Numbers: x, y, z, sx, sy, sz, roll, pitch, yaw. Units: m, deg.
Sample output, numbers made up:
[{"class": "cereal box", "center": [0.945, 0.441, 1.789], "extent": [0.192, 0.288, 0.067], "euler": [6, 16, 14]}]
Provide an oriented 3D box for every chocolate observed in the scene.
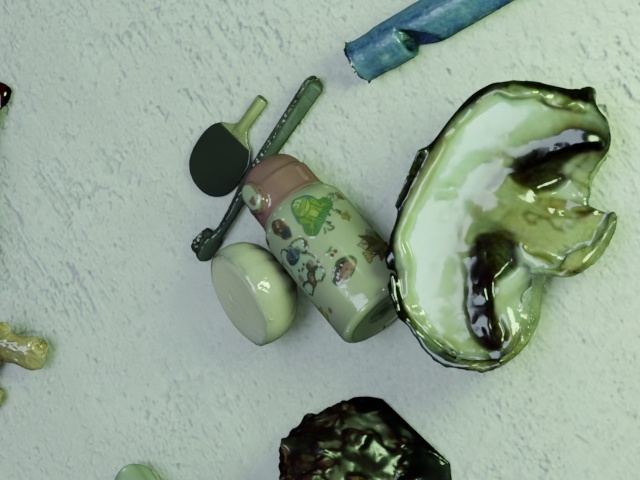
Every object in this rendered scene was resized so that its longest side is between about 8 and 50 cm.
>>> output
[{"class": "chocolate", "center": [0.012, 0.309, 1.798], "extent": [0.224, 0.177, 0.206], "euler": [43, 111, 24]}]

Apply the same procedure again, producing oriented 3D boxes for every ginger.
[{"class": "ginger", "center": [-0.498, 0.185, 2.167], "extent": [0.259, 0.065, 0.149], "euler": [-1, 103, 25]}]

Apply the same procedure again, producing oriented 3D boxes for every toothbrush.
[{"class": "toothbrush", "center": [-0.084, -0.093, 1.934], "extent": [0.030, 0.030, 0.297], "euler": [48, 114, 32]}]

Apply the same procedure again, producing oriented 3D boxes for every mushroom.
[{"class": "mushroom", "center": [0.214, -0.022, 1.712], "extent": [0.247, 0.130, 0.344], "euler": [15, 100, 13]}]

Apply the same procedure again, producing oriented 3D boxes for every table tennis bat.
[{"class": "table tennis bat", "center": [-0.119, -0.127, 1.963], "extent": [0.087, 0.013, 0.156], "euler": [48, 113, 22]}]

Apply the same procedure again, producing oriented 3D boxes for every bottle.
[{"class": "bottle", "center": [0.000, 0.000, 1.833], "extent": [0.253, 0.120, 0.120], "euler": [49, 113, 21]}]

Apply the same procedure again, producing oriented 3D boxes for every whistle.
[{"class": "whistle", "center": [0.166, -0.282, 1.766], "extent": [0.304, 0.062, 0.062], "euler": [-27, 77, 28]}]

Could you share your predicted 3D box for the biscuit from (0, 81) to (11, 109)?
[{"class": "biscuit", "center": [-0.564, -0.152, 2.133], "extent": [0.151, 0.235, 0.063], "euler": [11, 134, 32]}]

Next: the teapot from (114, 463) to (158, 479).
[{"class": "teapot", "center": [-0.153, 0.396, 1.910], "extent": [0.220, 0.149, 0.318], "euler": [-43, 71, 32]}]

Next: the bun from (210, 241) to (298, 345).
[{"class": "bun", "center": [-0.071, 0.058, 1.891], "extent": [0.138, 0.094, 0.138], "euler": [48, 155, 31]}]
